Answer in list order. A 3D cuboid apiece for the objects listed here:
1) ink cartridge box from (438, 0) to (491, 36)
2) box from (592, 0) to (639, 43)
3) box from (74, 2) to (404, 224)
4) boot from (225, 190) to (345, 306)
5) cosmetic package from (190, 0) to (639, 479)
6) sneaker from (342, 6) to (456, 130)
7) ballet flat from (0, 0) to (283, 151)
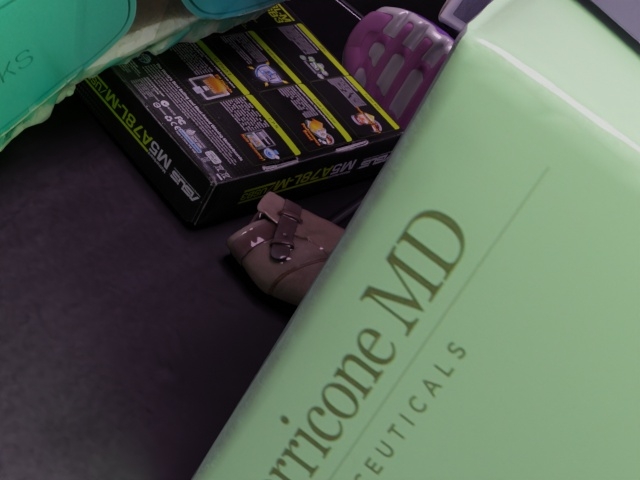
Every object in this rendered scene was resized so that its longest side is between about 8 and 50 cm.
[{"bbox_3d":[0.187,-0.111,1.176,0.208,0.045,0.206,34,7,7],"label":"ink cartridge box"},{"bbox_3d":[0.199,-0.129,0.724,0.201,0.057,0.293,-20,59,-46],"label":"box"},{"bbox_3d":[-0.067,-0.104,1.067,0.184,0.045,0.190,-17,58,-48],"label":"box"},{"bbox_3d":[0.000,0.000,0.998,0.087,0.042,0.118,36,37,10],"label":"boot"},{"bbox_3d":[0.215,0.077,0.824,0.394,0.329,0.327,37,38,9],"label":"cosmetic package"},{"bbox_3d":[0.120,-0.076,1.134,0.236,0.095,0.104,41,31,4],"label":"sneaker"},{"bbox_3d":[-0.136,-0.175,0.969,0.409,0.147,0.147,-33,69,-32],"label":"ballet flat"}]
